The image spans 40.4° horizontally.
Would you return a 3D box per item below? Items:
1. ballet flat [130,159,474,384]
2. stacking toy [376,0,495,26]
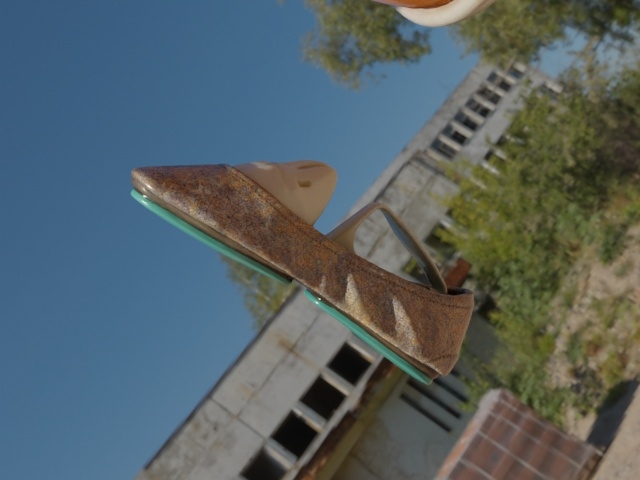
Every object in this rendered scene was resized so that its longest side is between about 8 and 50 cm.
[{"bbox_3d":[0.000,0.000,0.704,0.106,0.316,0.107,-57,24,-2],"label":"ballet flat"},{"bbox_3d":[-0.092,-0.320,0.591,0.479,0.351,0.351,-6,-36,-19],"label":"stacking toy"}]
